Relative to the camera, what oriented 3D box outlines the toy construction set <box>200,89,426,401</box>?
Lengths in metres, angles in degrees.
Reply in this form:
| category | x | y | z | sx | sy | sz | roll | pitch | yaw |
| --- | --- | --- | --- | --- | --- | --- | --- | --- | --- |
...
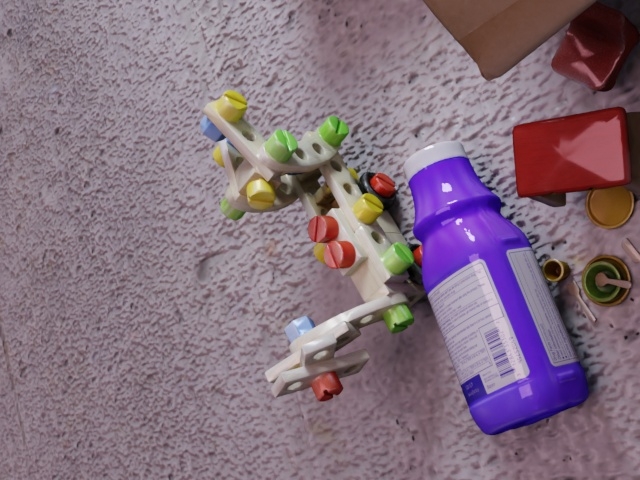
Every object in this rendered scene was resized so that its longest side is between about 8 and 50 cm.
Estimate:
| category | x | y | z | sx | sy | sz | roll | pitch | yaw |
| --- | --- | --- | --- | --- | --- | --- | --- | --- | --- |
| toy construction set | 0.000 | 0.000 | 0.913 | 0.151 | 0.215 | 0.328 | -30 | 69 | 40 |

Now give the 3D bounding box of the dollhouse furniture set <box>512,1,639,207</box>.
| category | x | y | z | sx | sy | sz | roll | pitch | yaw |
| --- | --- | --- | --- | --- | --- | --- | --- | --- | --- |
| dollhouse furniture set | 0.308 | -0.147 | 0.643 | 0.374 | 0.152 | 0.201 | -6 | 85 | 39 |

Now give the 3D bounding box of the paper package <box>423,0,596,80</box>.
| category | x | y | z | sx | sy | sz | roll | pitch | yaw |
| --- | --- | --- | --- | --- | --- | --- | --- | --- | --- |
| paper package | 0.217 | -0.317 | 0.639 | 0.168 | 0.309 | 0.325 | 45 | 127 | -10 |

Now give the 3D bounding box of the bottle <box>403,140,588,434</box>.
| category | x | y | z | sx | sy | sz | roll | pitch | yaw |
| --- | --- | --- | --- | --- | --- | --- | --- | --- | --- |
| bottle | 0.158 | 0.040 | 0.841 | 0.118 | 0.092 | 0.283 | -46 | 58 | 52 |

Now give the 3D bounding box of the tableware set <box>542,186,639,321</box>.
| category | x | y | z | sx | sy | sz | roll | pitch | yaw |
| --- | --- | --- | --- | --- | --- | --- | --- | --- | --- |
| tableware set | 0.268 | -0.006 | 0.788 | 0.154 | 0.024 | 0.104 | -48 | 58 | 33 |
